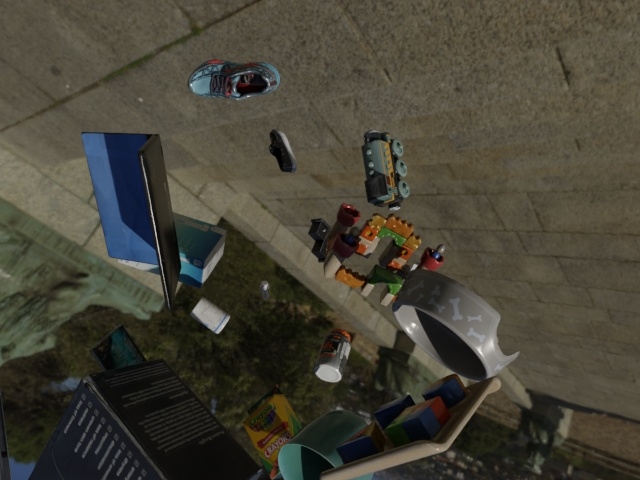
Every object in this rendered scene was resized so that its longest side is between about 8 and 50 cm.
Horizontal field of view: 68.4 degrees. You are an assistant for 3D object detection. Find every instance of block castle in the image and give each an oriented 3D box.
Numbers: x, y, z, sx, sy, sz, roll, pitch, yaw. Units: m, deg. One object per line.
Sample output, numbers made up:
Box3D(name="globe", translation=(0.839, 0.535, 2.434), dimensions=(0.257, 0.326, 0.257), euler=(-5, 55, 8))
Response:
Box3D(name="block castle", translation=(0.242, 0.059, 1.677), dimensions=(0.452, 0.303, 0.213), euler=(27, 120, -10))

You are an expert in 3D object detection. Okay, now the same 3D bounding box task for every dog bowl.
Box3D(name="dog bowl", translation=(0.338, 0.233, 1.243), dimensions=(0.348, 0.102, 0.349), euler=(40, 163, 15))

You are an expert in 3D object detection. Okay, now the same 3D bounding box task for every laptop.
Box3D(name="laptop", translation=(-0.507, -0.067, 1.213), dimensions=(0.236, 0.383, 0.408), euler=(-7, -158, -9))

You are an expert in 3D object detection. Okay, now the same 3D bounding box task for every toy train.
Box3D(name="toy train", translation=(0.254, -0.287, 1.901), dimensions=(0.142, 0.335, 0.190), euler=(-15, 167, 40))

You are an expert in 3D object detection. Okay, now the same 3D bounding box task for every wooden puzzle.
Box3D(name="wooden puzzle", translation=(0.192, 0.393, 1.028), dimensions=(0.322, 0.347, 0.081), euler=(-39, 72, 37))

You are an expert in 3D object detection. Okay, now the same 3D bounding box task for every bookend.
Box3D(name="bookend", translation=(0.000, 0.000, 2.309), dimensions=(0.072, 0.156, 0.157), euler=(-6, 141, 40))

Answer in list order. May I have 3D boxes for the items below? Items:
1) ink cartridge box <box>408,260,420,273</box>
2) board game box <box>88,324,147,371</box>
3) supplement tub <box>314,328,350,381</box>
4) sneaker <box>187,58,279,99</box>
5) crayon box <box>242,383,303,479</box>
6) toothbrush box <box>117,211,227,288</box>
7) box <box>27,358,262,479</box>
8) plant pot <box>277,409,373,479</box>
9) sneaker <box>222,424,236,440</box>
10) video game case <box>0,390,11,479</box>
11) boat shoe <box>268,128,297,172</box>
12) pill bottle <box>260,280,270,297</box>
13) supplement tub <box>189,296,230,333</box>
Box3D(name="ink cartridge box", translation=(0.425, 0.145, 2.084), dimensions=(0.062, 0.029, 0.115), euler=(24, 135, 7))
Box3D(name="board game box", translation=(-0.637, 0.383, 1.510), dimensions=(0.026, 0.126, 0.186), euler=(-14, 112, 35))
Box3D(name="supplement tub", translation=(0.052, 0.450, 1.862), dimensions=(0.116, 0.191, 0.117), euler=(10, 132, 12))
Box3D(name="sneaker", translation=(-0.249, -0.445, 1.308), dimensions=(0.261, 0.125, 0.104), euler=(-4, 120, 4))
Box3D(name="crayon box", translation=(-0.194, 0.800, 1.991), dimensions=(0.319, 0.202, 0.081), euler=(52, -169, 30))
Box3D(name="toothbrush box", translation=(-0.498, 0.015, 1.602), dimensions=(0.295, 0.216, 0.126), euler=(18, 122, 0))
Box3D(name="box", translation=(-0.504, 0.678, 1.300), dimensions=(0.471, 0.480, 0.297), euler=(39, -166, 24))
Box3D(name="plant pot", translation=(0.048, 0.692, 1.516), dimensions=(0.292, 0.235, 0.293), euler=(18, 123, 30))
Box3D(name="sneaker", translation=(-0.331, 0.613, 1.506), dimensions=(0.157, 0.061, 0.064), euler=(28, -173, 33))
Box3D(name="video game case", translation=(-0.762, 0.425, 1.014), dimensions=(0.195, 0.275, 0.026), euler=(-22, 165, 13))
Box3D(name="boat shoe", translation=(-0.173, -0.371, 1.946), dimensions=(0.076, 0.229, 0.080), euler=(-10, 155, -31))
Box3D(name="pill bottle", translation=(-0.245, 0.215, 2.085), dimensions=(0.043, 0.043, 0.083), euler=(18, 139, 17))
Box3D(name="supplement tub", translation=(-0.342, 0.233, 1.462), dimensions=(0.107, 0.071, 0.071), euler=(36, 156, -7))
